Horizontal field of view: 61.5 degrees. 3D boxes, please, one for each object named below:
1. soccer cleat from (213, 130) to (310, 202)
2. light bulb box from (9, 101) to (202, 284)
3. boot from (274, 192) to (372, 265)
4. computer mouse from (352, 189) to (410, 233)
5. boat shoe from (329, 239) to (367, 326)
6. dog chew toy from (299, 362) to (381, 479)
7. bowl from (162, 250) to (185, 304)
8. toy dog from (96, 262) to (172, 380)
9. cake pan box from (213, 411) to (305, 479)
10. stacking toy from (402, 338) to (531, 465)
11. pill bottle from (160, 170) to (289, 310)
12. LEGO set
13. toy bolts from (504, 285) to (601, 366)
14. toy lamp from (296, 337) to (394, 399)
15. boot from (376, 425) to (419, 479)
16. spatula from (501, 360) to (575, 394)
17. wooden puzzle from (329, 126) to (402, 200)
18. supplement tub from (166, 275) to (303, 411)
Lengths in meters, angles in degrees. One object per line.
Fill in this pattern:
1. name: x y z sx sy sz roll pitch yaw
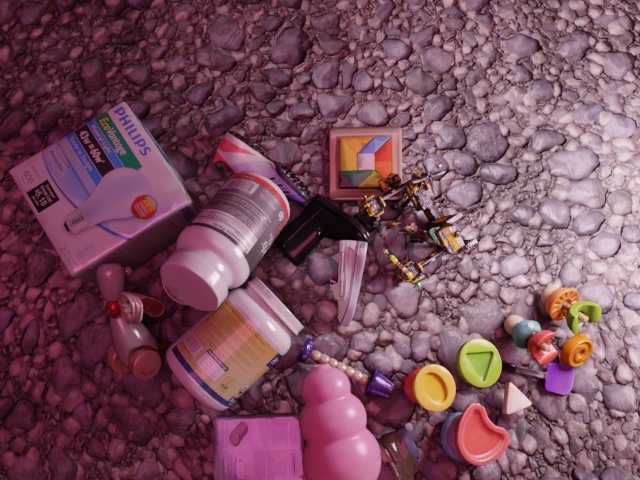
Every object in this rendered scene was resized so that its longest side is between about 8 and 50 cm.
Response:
1. soccer cleat: -0.174 -0.196 1.606 0.318 0.108 0.116 37 101 4
2. light bulb box: -0.578 -0.122 1.513 0.361 0.225 0.357 -34 81 -6
3. boot: 0.000 0.000 1.534 0.207 0.094 0.246 -47 57 -7
4. computer mouse: 0.178 -0.078 1.614 0.242 0.041 0.071 -32 61 -12
5. boat shoe: 0.066 0.119 1.489 0.088 0.096 0.267 11 122 3
6. dog chew toy: 0.035 0.488 1.402 0.207 0.206 0.331 -13 83 -3
7. bowl: -0.360 0.105 1.544 0.170 0.080 0.170 0 78 -1
8. toy dog: -0.489 0.217 1.455 0.220 0.161 0.333 28 123 31
9. cake pan box: -0.162 0.607 1.454 0.246 0.070 0.266 -4 79 1
10. stacking toy: 0.396 0.436 1.491 0.280 0.130 0.308 -34 88 -23
11. pill bottle: -0.249 -0.002 1.434 0.210 0.210 0.362 28 52 5
12. LEGO set: 0.272 -0.043 1.495 0.255 0.192 0.331 -23 91 -10
13. toy bolts: 0.642 0.254 1.526 0.229 0.158 0.218 -22 120 -15
14. toy lamp: 0.073 0.361 1.501 0.275 0.080 0.080 27 80 5
15. boot: 0.242 0.613 1.450 0.106 0.082 0.219 -35 79 -4
16. spatula: 0.578 0.371 1.527 0.297 0.030 0.084 12 81 1
17. wooden puzzle: 0.135 -0.237 1.626 0.221 0.044 0.238 -1 78 6
18. supplement tub: -0.223 0.270 1.437 0.316 0.228 0.228 -43 82 -8
